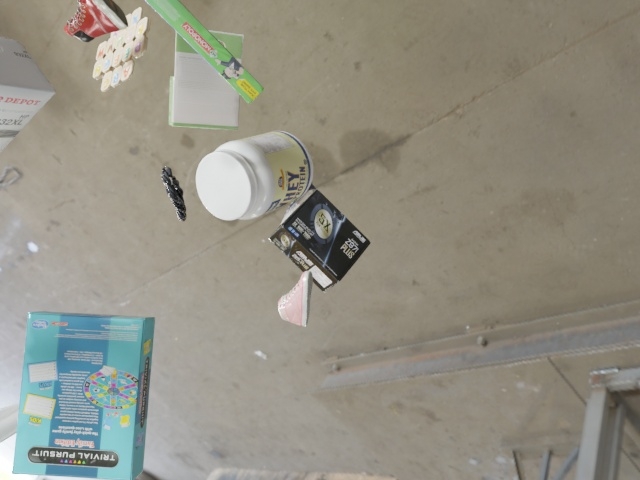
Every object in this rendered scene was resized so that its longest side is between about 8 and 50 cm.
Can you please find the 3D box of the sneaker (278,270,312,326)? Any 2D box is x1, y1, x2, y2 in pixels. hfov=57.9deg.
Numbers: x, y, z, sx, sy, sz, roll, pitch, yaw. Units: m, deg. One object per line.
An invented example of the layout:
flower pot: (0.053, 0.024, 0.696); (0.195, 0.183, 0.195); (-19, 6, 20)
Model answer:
sneaker: (-0.056, 0.120, 1.217); (0.070, 0.051, 0.134); (12, 121, 9)

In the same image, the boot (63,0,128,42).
boot: (-0.701, -0.677, 1.694); (0.176, 0.088, 0.244); (-19, 161, 5)

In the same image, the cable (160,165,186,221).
cable: (-0.440, -0.132, 1.780); (0.184, 0.047, 0.150); (81, 163, -49)

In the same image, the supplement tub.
supplement tub: (-0.194, -0.198, 1.755); (0.236, 0.325, 0.235); (11, 113, 28)

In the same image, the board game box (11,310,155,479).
board game box: (-0.503, 0.326, 1.241); (0.254, 0.335, 0.079); (3, 175, 2)

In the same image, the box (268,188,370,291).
box: (0.000, 0.000, 1.321); (0.180, 0.147, 0.077); (45, 144, -4)

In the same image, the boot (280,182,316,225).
boot: (-0.078, -0.121, 1.997); (0.069, 0.086, 0.190); (26, 116, -40)

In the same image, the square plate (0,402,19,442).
square plate: (-0.863, 0.491, 1.419); (0.344, 0.347, 0.049); (-23, 95, 36)

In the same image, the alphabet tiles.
alphabet tiles: (-0.670, -0.643, 1.940); (0.284, 0.277, 0.021); (-10, 158, 36)

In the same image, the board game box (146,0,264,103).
board game box: (-0.252, -0.420, 1.169); (0.046, 0.213, 0.317); (-44, 114, 8)

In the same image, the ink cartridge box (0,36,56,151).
ink cartridge box: (-0.686, -0.232, 1.063); (0.307, 0.223, 0.129); (-38, 86, 18)

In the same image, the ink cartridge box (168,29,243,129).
ink cartridge box: (-0.285, -0.397, 1.435); (0.056, 0.171, 0.235); (-147, 60, -61)
